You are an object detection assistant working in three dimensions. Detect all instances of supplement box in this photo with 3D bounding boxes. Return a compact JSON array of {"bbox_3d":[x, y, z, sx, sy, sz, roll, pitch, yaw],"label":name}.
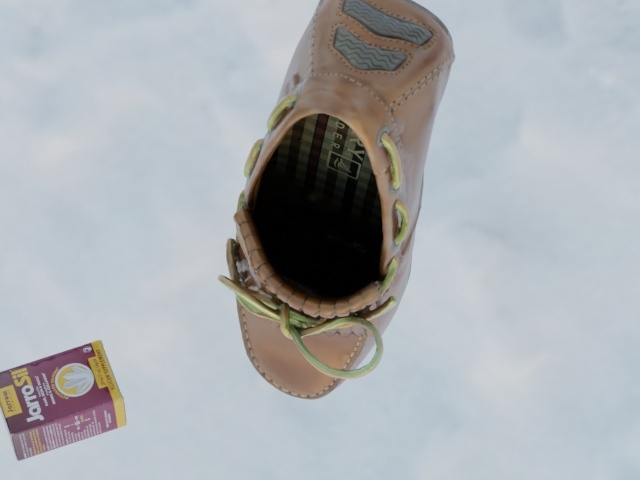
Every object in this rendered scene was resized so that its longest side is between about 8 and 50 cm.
[{"bbox_3d":[-0.185,0.113,1.319,0.043,0.083,0.055,92,156,-56],"label":"supplement box"}]

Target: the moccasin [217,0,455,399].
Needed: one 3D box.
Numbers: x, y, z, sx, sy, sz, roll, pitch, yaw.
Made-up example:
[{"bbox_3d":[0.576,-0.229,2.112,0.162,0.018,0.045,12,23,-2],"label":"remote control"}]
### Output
[{"bbox_3d":[0.003,0.001,1.254,0.139,0.147,0.380,27,145,3],"label":"moccasin"}]
